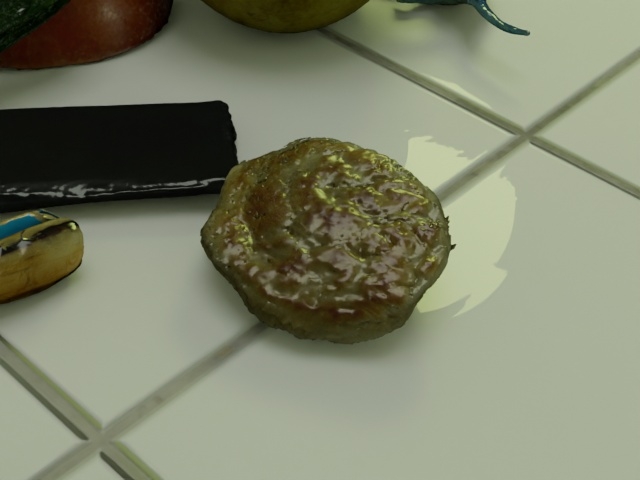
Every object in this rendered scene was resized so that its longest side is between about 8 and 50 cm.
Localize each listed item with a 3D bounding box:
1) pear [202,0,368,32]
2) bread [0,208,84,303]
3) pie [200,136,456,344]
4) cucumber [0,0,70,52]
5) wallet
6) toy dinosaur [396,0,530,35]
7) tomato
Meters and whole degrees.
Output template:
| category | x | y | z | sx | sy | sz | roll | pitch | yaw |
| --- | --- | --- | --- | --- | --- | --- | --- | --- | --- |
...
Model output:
| category | x | y | z | sx | sy | sz | roll | pitch | yaw |
| --- | --- | --- | --- | --- | --- | --- | --- | --- | --- |
| pear | -0.024 | -0.365 | 0.979 | 0.304 | 0.303 | 0.303 | 3 | 41 | -3 |
| bread | -0.227 | 0.015 | 0.703 | 0.106 | 0.053 | 0.072 | -26 | 27 | -34 |
| pie | 0.000 | 0.000 | 0.726 | 0.193 | 0.079 | 0.163 | 34 | 57 | 29 |
| cucumber | -0.324 | -0.178 | 0.842 | 0.265 | 0.077 | 0.077 | -37 | 54 | -12 |
| wallet | -0.210 | -0.073 | 0.820 | 0.286 | 0.030 | 0.146 | -5 | 37 | -9 |
| toy dinosaur | 0.140 | -0.300 | 1.085 | 0.145 | 0.076 | 0.329 | 10 | 31 | -5 |
| tomato | -0.306 | -0.316 | 1.003 | 0.339 | 0.143 | 0.338 | 4 | 43 | -4 |
